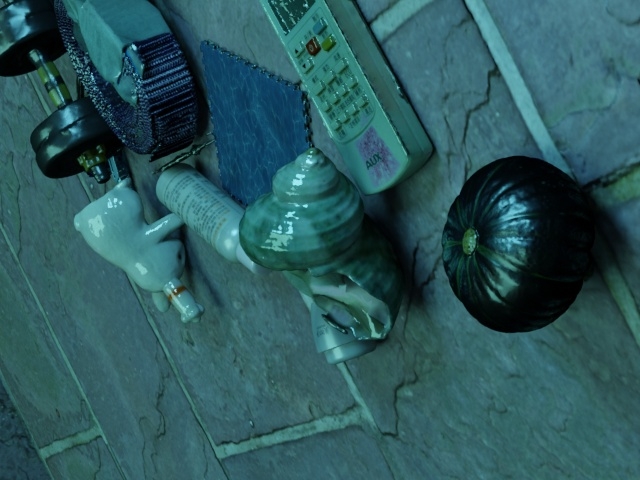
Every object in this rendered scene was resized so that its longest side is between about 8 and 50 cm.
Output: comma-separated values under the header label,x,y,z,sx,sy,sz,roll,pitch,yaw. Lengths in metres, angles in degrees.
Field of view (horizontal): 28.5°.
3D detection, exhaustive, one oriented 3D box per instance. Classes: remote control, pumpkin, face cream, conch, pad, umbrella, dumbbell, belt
label,x,y,z,sx,sy,sz,roll,pitch,yaw
remote control,0.021,-0.224,1.579,0.344,0.050,0.145,62,151,5
pumpkin,0.209,0.002,1.343,0.194,0.150,0.194,23,122,42
face cream,-0.159,-0.030,1.997,0.269,0.082,0.082,39,143,38
conch,0.000,0.000,1.637,0.220,0.195,0.277,32,138,48
face cream,0.032,0.123,1.794,0.091,0.091,0.095,-29,80,61
pad,-0.089,-0.142,1.865,0.269,0.012,0.270,31,137,45
umbrella,-0.218,-0.133,2.019,0.149,0.022,0.022,-31,117,35
dumbbell,-0.463,-0.272,2.202,0.388,0.185,0.185,61,151,7
belt,-0.310,-0.286,2.010,0.325,0.122,0.260,53,156,26

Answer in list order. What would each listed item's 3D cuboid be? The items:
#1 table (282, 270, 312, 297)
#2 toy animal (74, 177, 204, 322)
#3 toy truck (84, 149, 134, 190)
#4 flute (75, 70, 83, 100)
label,x,y,z,sx,sy,sz,roll,pitch,yaw
table,-0.015,0.016,1.817,0.133,0.043,0.133,33,140,33
toy animal,-0.297,0.017,2.234,0.282,0.138,0.140,43,161,-8
toy truck,-0.390,-0.129,2.329,0.074,0.063,0.136,4,118,34
flute,-0.456,-0.244,2.390,0.014,0.014,0.269,47,147,29
